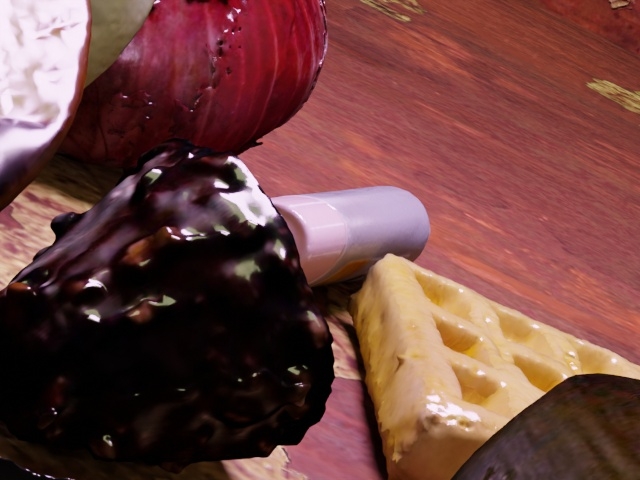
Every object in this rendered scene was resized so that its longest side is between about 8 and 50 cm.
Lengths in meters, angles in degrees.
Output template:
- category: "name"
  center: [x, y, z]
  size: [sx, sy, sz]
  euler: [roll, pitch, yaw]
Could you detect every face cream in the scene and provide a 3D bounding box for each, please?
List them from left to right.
- category: "face cream"
  center: [0.000, 0.000, 1.111]
  size: [0.198, 0.084, 0.057]
  euler: [-11, 86, -64]

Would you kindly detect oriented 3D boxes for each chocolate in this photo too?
- category: "chocolate"
  center: [-0.089, 0.041, 0.797]
  size: [0.133, 0.156, 0.156]
  euler: [-21, 44, -32]

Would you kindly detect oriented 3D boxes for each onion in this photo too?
- category: "onion"
  center: [-0.112, -0.157, 1.148]
  size: [0.252, 0.219, 0.252]
  euler: [17, 23, -7]

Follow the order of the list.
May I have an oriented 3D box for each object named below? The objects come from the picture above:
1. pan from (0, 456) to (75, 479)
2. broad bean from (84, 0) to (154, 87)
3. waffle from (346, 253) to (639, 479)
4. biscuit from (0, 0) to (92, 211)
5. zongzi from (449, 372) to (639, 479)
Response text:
- category: "pan"
  center: [-0.074, 0.134, 0.635]
  size: [0.115, 0.040, 0.212]
  euler: [16, 13, -38]
- category: "broad bean"
  center: [-0.200, -0.138, 0.993]
  size: [0.228, 0.169, 0.100]
  euler: [1, -14, -12]
- category: "waffle"
  center: [0.138, 0.107, 1.033]
  size: [0.248, 0.055, 0.221]
  euler: [24, 16, -13]
- category: "biscuit"
  center: [-0.258, -0.122, 0.860]
  size: [0.318, 0.040, 0.318]
  euler: [15, 52, -20]
- category: "zongzi"
  center: [0.221, 0.244, 0.598]
  size: [0.432, 0.208, 0.403]
  euler: [43, 3, -14]
